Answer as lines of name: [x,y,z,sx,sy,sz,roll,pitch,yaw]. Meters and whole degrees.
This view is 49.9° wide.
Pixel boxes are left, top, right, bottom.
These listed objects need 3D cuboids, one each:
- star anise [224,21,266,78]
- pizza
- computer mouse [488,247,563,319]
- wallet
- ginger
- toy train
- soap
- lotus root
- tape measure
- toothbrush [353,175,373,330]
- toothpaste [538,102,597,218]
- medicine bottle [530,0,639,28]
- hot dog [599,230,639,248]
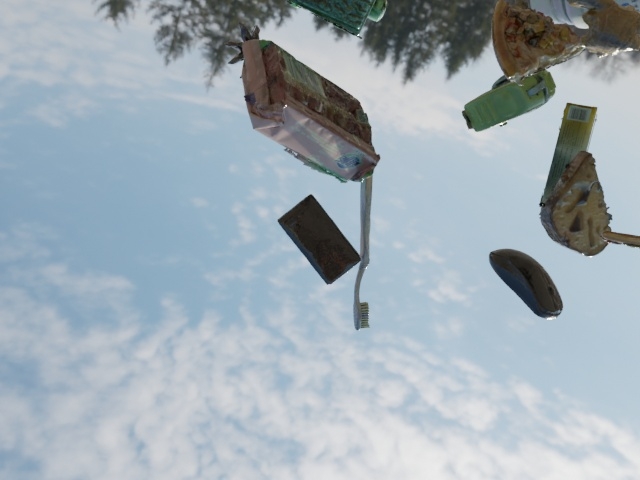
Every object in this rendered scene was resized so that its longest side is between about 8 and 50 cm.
star anise: [-0.171,-0.462,1.681,0.141,0.141,0.042,0,-171,-38]
pizza: [0.416,-0.375,1.288,0.195,0.052,0.185,0,-107,-11]
computer mouse: [0.600,0.106,1.975,0.137,0.086,0.270,-6,-132,-44]
wallet: [0.000,0.000,1.886,0.244,0.124,0.025,52,179,-18]
ginger: [0.476,-0.377,1.181,0.165,0.096,0.067,36,-141,1]
toy train: [0.017,-0.549,1.469,0.271,0.159,0.188,25,-158,-5]
soap: [-0.017,-0.233,1.251,0.273,0.098,0.218,24,-134,-44]
lotus root: [0.641,-0.073,1.730,0.170,0.261,0.074,-29,-156,-2]
tape measure: [0.454,-0.340,1.601,0.175,0.200,0.106,-35,-82,-42]
toothbrush: [0.088,0.000,1.388,0.037,0.375,0.028,-2,-170,-19]
toothpaste: [0.656,-0.203,1.821,0.089,0.313,0.071,14,178,19]
medicine bottle: [0.631,-0.561,1.526,0.170,0.170,0.293,-5,-169,-43]
hot dog: [0.498,0.001,1.118,0.083,0.021,0.037,11,174,17]
